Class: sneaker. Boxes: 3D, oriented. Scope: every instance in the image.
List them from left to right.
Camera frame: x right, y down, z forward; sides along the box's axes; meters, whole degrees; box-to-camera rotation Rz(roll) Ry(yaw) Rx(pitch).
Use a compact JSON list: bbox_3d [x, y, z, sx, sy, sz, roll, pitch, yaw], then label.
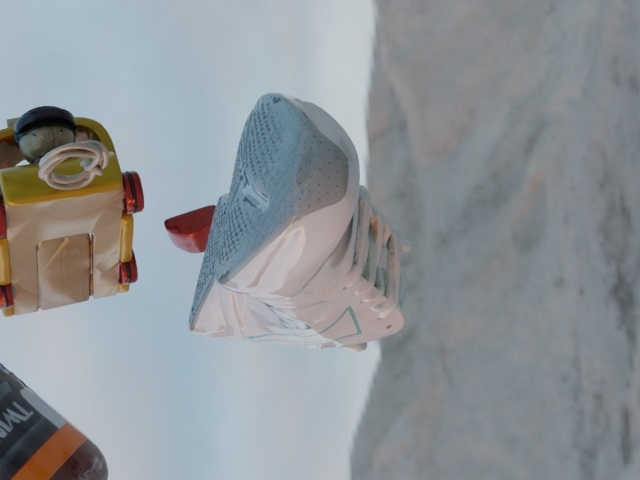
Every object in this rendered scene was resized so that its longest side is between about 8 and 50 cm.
[{"bbox_3d":[0.000,0.000,0.427,0.152,0.061,0.054,123,162,-76],"label":"sneaker"}]

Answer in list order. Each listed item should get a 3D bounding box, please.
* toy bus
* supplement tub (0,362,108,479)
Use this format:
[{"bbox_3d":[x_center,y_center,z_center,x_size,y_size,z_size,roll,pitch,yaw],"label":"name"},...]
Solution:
[{"bbox_3d":[-0.178,-0.033,1.003,0.191,0.202,0.104,20,-136,-53],"label":"toy bus"},{"bbox_3d":[-0.160,0.092,0.620,0.106,0.198,0.106,-51,0,0],"label":"supplement tub"}]
